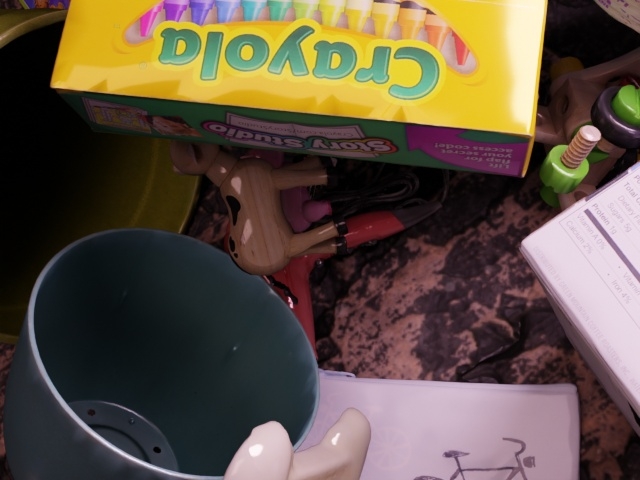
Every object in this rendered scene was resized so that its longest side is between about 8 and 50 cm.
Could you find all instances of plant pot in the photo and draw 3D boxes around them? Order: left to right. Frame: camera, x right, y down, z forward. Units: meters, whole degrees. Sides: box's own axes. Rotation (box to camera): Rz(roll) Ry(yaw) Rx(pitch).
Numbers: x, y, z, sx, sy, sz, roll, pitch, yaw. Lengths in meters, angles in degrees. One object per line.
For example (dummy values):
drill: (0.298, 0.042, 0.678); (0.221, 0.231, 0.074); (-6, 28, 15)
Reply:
plant pot: (-0.388, -0.116, 1.168); (0.353, 0.366, 0.366); (23, 83, 36)
plant pot: (-0.183, 0.173, 1.019); (0.293, 0.293, 0.235); (54, 130, 25)

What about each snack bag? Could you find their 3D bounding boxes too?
snack bag: (0.106, 0.298, 1.011); (0.323, 0.037, 0.342); (0, 74, 21)

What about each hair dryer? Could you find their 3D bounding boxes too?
hair dryer: (0.000, 0.000, 1.114); (0.224, 0.080, 0.293); (14, 80, 24)

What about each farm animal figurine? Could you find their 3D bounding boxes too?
farm animal figurine: (-0.094, -0.147, 1.006); (0.172, 0.326, 0.330); (-11, 40, -7)

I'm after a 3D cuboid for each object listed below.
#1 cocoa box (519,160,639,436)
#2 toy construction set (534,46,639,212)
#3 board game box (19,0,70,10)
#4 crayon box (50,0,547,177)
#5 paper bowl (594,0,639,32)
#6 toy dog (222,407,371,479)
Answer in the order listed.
cocoa box: (0.340, 0.070, 0.821); (0.228, 0.347, 0.231); (-35, 65, 7)
toy construction set: (0.213, -0.153, 0.989); (0.258, 0.237, 0.308); (-17, 61, -27)
board game box: (-0.351, -0.418, 1.290); (0.078, 0.233, 0.347); (-20, 60, -34)
crayon box: (0.001, -0.229, 0.815); (0.363, 0.106, 0.312); (6, 74, 9)
paper bowl: (0.339, -0.267, 0.839); (0.285, 0.148, 0.284); (-1, 61, 2)
toy dog: (0.099, 0.366, 0.824); (0.408, 0.284, 0.395); (22, 84, 23)
